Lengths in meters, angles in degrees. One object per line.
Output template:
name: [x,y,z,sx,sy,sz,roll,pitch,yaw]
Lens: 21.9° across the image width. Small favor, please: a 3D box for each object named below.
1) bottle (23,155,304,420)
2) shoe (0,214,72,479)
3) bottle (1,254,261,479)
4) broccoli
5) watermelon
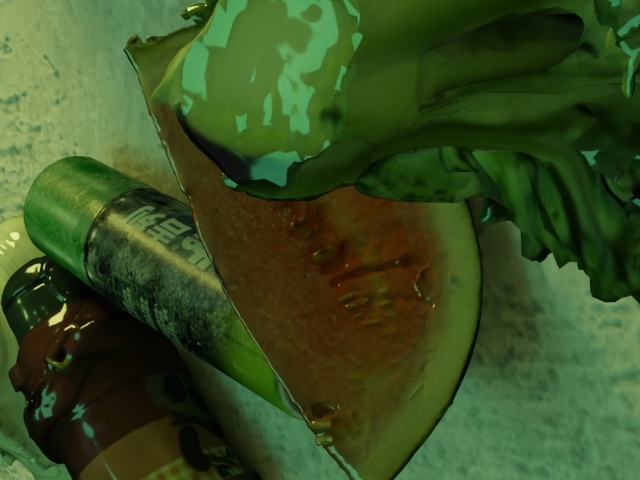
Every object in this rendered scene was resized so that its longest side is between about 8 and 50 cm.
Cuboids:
bottle: [-0.098,0.026,1.206,0.330,0.093,0.093,27,130,44]
shoe: [-0.278,0.145,1.473,0.124,0.159,0.316,-3,104,54]
bottle: [-0.168,0.130,1.324,0.271,0.143,0.156,56,145,17]
broccoli: [0.089,-0.113,0.723,0.338,0.317,0.277,9,109,8]
watermelon: [0.024,-0.013,0.991,0.128,0.159,0.303,-31,81,27]
